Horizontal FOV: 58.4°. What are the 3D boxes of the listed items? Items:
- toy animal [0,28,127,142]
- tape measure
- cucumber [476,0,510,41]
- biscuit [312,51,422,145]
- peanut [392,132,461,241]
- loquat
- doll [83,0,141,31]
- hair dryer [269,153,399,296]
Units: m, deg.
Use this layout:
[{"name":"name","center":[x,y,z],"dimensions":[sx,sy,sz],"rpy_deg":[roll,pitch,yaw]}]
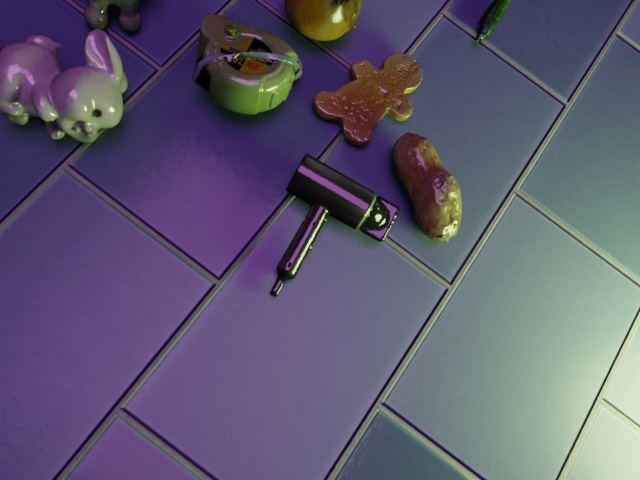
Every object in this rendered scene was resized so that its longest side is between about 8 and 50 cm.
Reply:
[{"name":"toy animal","center":[-0.425,-0.260,0.949],"dimensions":[0.193,0.127,0.178],"rpy_deg":[2,71,-8]},{"name":"tape measure","center":[-0.135,-0.308,1.034],"dimensions":[0.200,0.106,0.175],"rpy_deg":[16,57,-8]},{"name":"cucumber","center":[0.360,-0.469,1.217],"dimensions":[0.037,0.037,0.155],"rpy_deg":[34,69,0]},{"name":"biscuit","center":[0.108,-0.283,1.113],"dimensions":[0.153,0.030,0.234],"rpy_deg":[45,70,3]},{"name":"peanut","center":[0.197,-0.101,1.050],"dimensions":[0.099,0.099,0.214],"rpy_deg":[-19,72,-16]},{"name":"loquat","center":[0.004,-0.458,1.090],"dimensions":[0.163,0.137,0.163],"rpy_deg":[0,89,0]},{"name":"doll","center":[-0.358,-0.517,1.045],"dimensions":[0.155,0.113,0.275],"rpy_deg":[8,73,-6]},{"name":"hair dryer","center":[0.000,0.000,0.996],"dimensions":[0.196,0.078,0.248],"rpy_deg":[30,80,-2]}]
